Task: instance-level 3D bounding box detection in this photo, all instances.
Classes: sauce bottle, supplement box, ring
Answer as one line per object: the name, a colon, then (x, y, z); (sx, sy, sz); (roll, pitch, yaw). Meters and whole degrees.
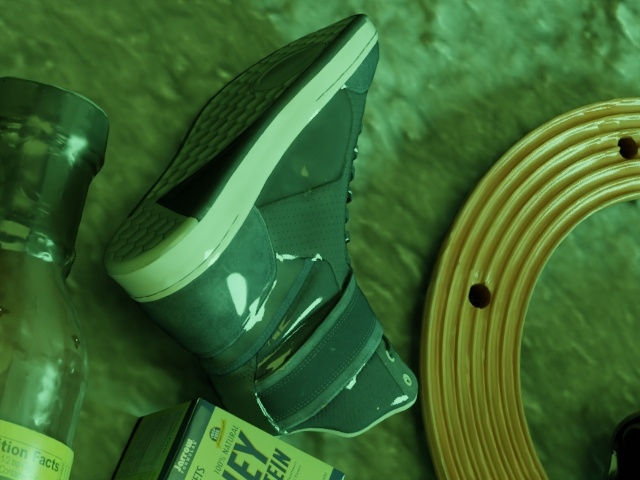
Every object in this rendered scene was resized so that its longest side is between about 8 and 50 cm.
sauce bottle: (-0.165, 0.096, 0.750); (0.111, 0.111, 0.344); (19, 69, -21)
supplement box: (-0.049, 0.122, 0.811); (0.083, 0.083, 0.056); (29, 68, -17)
ring: (0.201, 0.083, 0.970); (0.336, 0.032, 0.336); (6, 75, -25)

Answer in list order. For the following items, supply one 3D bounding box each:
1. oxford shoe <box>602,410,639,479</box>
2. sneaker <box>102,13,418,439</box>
oxford shoe: (0.220, 0.111, 0.904); (0.098, 0.097, 0.271); (48, 63, -2)
sneaker: (-0.002, 0.001, 0.866); (0.163, 0.086, 0.226); (53, 47, -22)
